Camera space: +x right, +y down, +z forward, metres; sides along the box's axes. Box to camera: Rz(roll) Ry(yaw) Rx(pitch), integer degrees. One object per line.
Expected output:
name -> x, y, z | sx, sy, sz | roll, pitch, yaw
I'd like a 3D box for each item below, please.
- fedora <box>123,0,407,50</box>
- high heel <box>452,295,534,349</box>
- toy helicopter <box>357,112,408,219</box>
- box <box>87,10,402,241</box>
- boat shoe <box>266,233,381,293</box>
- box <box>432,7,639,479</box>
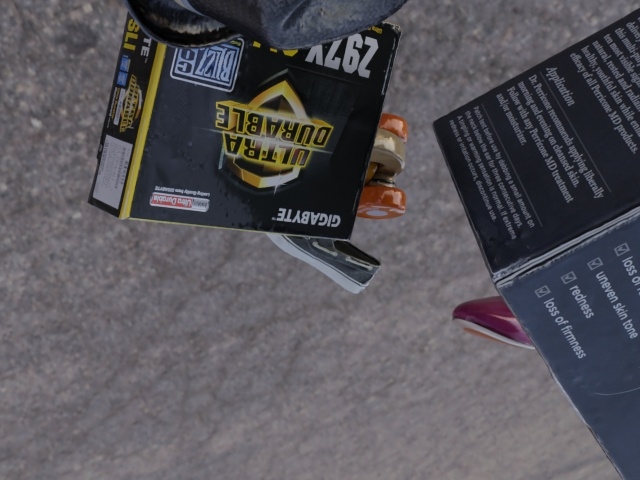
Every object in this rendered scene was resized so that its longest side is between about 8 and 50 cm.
fedora -> 0.002, -0.263, 0.826 | 0.334, 0.152, 0.334 | -38, 154, -22
high heel -> 0.337, 0.079, 1.642 | 0.377, 0.127, 0.181 | 13, 89, -51
toy helicopter -> -0.054, -0.117, 1.486 | 0.354, 0.140, 0.235 | -3, 167, 25
box -> -0.069, -0.139, 1.097 | 0.322, 0.079, 0.257 | 6, 99, -46
boat shoe -> 0.000, 0.000, 1.706 | 0.219, 0.078, 0.070 | 32, 117, -14
box -> 0.459, -0.016, 1.214 | 0.471, 0.297, 0.480 | -27, 131, 14
